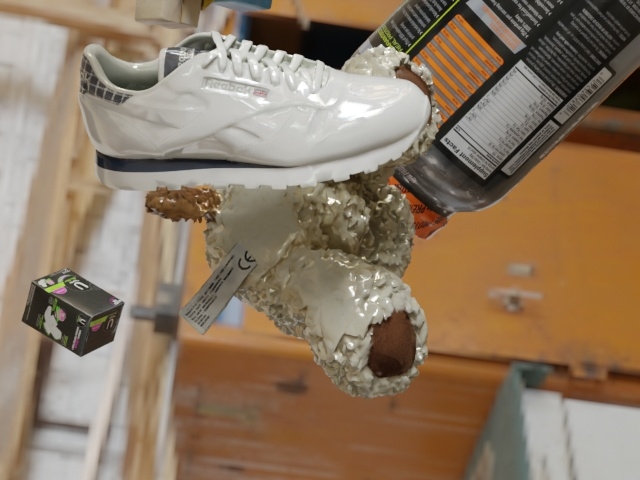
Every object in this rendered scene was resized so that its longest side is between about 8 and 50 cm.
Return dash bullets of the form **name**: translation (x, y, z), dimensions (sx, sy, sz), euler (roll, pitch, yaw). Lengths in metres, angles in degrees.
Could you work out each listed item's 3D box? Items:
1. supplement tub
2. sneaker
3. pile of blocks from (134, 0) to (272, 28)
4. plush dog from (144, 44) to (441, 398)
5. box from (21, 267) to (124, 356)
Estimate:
- **supplement tub**: translation (0.167, -0.173, 1.642), dimensions (0.338, 0.207, 0.207), euler (-44, 17, 12)
- **sneaker**: translation (-0.045, -0.091, 1.121), dimensions (0.090, 0.235, 0.095), euler (-81, -15, -66)
- **pile of blocks**: translation (-0.015, -0.299, 1.541), dimensions (0.112, 0.149, 0.362), euler (5, 47, 48)
- **plush dog**: translation (0.000, 0.000, 1.310), dimensions (0.225, 0.210, 0.263), euler (36, -125, -67)
- **box**: translation (-0.261, 0.075, 1.786), dimensions (0.062, 0.083, 0.052), euler (-25, -40, -57)
